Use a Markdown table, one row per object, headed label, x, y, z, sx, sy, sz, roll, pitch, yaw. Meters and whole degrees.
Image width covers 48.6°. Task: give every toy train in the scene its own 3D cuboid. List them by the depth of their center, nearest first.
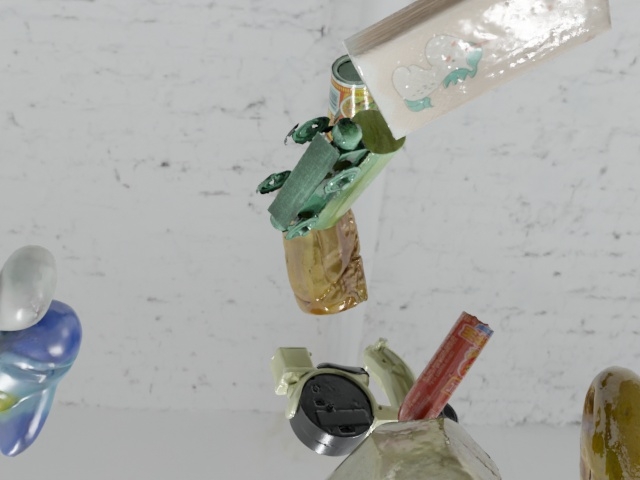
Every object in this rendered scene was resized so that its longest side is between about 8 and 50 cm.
| label | x | y | z | sx | sy | sz | roll | pitch | yaw |
| --- | --- | --- | --- | --- | --- | --- | --- | --- | --- |
| toy train | 0.012 | -0.118 | 1.184 | 0.189 | 0.307 | 0.126 | -30 | -102 | -35 |

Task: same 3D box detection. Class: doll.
| label | x | y | z | sx | sy | sz | roll | pitch | yaw |
| --- | --- | --- | --- | --- | --- | --- | --- | --- | --- |
| doll | -0.407 | 0.105 | 0.789 | 0.376 | 0.365 | 0.187 | 15 | -116 | 18 |

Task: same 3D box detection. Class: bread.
| label | x | y | z | sx | sy | sz | roll | pitch | yaw |
| --- | --- | --- | --- | --- | --- | --- | --- | --- | --- |
| bread | 0.000 | 0.000 | 1.438 | 0.132 | 0.294 | 0.167 | -13 | -172 | -22 |

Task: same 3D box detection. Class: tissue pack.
| label | x | y | z | sx | sy | sz | roll | pitch | yaw |
| --- | --- | --- | --- | --- | --- | --- | --- | --- | --- |
| tissue pack | 0.208 | -0.271 | 0.934 | 0.325 | 0.170 | 0.071 | -26 | -131 | 13 |

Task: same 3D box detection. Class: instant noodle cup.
| label | x | y | z | sx | sy | sz | roll | pitch | yaw |
| --- | --- | --- | --- | --- | --- | --- | --- | --- | --- |
| instant noodle cup | 0.096 | -0.371 | 1.863 | 0.193 | 0.212 | 0.193 | -2 | -128 | 2 |

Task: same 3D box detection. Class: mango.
| label | x | y | z | sx | sy | sz | roll | pitch | yaw |
| --- | --- | --- | --- | --- | --- | --- | --- | --- | --- |
| mango | 0.600 | 0.426 | 1.366 | 0.182 | 0.253 | 0.364 | -3 | -100 | 8 |

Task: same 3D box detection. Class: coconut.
| label | x | y | z | sx | sy | sz | roll | pitch | yaw |
| --- | --- | --- | --- | --- | --- | --- | --- | --- | --- |
| coconut | 0.156 | 0.483 | 1.173 | 0.353 | 0.352 | 0.352 | 2 | -144 | -2 |

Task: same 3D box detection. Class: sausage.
| label | x | y | z | sx | sy | sz | roll | pitch | yaw |
| --- | --- | --- | --- | --- | --- | --- | --- | --- | --- |
| sausage | 0.223 | 0.261 | 1.332 | 0.074 | 0.074 | 0.274 | 33 | -95 | 34 |

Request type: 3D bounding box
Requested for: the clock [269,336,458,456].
| label | x | y | z | sx | sy | sz | roll | pitch | yaw |
| --- | --- | --- | --- | --- | --- | --- | --- | --- | --- |
| clock | 0.096 | 0.329 | 1.533 | 0.379 | 0.120 | 0.276 | 4 | -140 | -29 |
